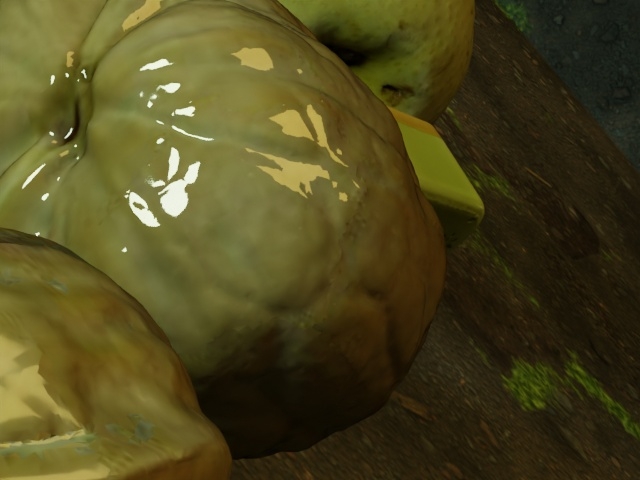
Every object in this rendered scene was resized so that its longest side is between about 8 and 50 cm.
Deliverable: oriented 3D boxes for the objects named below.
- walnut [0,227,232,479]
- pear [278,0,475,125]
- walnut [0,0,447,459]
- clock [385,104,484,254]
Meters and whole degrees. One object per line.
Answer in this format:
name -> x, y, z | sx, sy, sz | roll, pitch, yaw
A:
walnut -> -0.154, 0.101, 0.693 | 0.225, 0.225, 0.261 | 54, 26, 18
pear -> -0.033, -0.189, 1.395 | 0.309, 0.309, 0.309 | 41, 20, -19
walnut -> -0.075, -0.007, 0.979 | 0.296, 0.285, 0.285 | 21, 0, 37
clock -> 0.000, 0.000, 1.221 | 0.143, 0.202, 0.096 | 19, 36, -54
